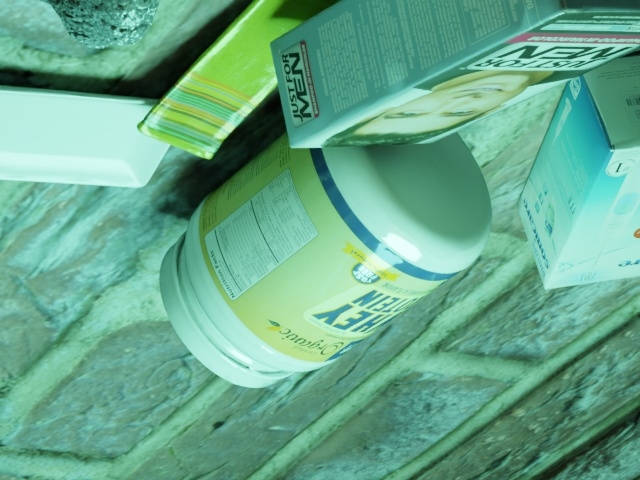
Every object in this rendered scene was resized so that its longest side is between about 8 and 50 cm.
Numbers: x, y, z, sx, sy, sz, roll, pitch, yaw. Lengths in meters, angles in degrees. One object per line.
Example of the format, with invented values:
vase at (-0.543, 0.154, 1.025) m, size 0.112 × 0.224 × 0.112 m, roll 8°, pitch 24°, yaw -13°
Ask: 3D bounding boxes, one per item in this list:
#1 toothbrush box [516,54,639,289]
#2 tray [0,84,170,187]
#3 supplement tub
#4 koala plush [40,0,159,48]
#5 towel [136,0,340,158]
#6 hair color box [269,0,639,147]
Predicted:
toothbrush box at (0.370, -0.080, 2.026) m, size 0.216 × 0.126 × 0.295 m, roll -7°, pitch 150°, yaw -14°
tray at (-0.277, -0.111, 1.768) m, size 0.270 × 0.030 × 0.145 m, roll 3°, pitch 146°, yaw -29°
supplement tub at (0.000, 0.000, 1.885) m, size 0.228 × 0.228 × 0.316 m, roll 16°, pitch 138°, yaw -42°
koala plush at (-0.235, -0.259, 1.403) m, size 0.221 × 0.203 × 0.196 m, roll 10°, pitch 143°, yaw -18°
towel at (-0.072, -0.171, 1.736) m, size 0.102 × 0.021 × 0.237 m, roll 15°, pitch 130°, yaw -46°
hair color box at (0.141, -0.189, 1.598) m, size 0.185 × 0.113 × 0.374 m, roll -4°, pitch 169°, yaw -38°
